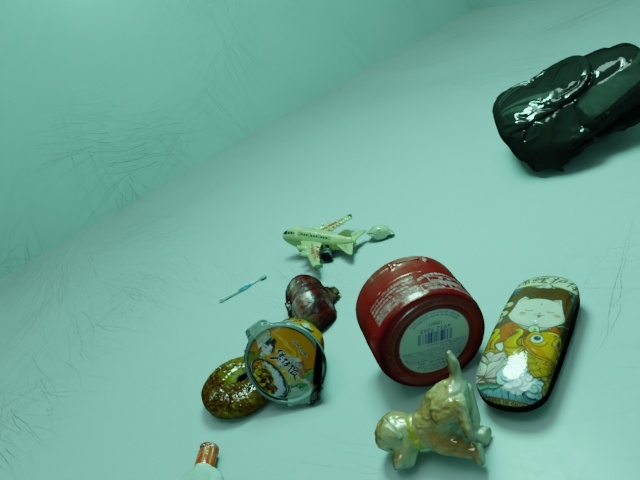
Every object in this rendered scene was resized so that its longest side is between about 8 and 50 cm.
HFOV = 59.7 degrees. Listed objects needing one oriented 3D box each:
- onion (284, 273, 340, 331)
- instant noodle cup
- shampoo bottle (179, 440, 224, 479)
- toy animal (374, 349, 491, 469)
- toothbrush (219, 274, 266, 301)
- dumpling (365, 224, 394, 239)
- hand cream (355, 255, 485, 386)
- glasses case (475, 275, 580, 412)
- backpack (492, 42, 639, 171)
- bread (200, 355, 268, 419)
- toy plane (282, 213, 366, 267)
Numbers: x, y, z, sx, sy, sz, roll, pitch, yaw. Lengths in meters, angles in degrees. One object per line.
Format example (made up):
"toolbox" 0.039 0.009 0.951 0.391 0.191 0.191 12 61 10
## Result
"onion" -0.029 0.143 1.426 0.151 0.098 0.206 -32 27 -10
"instant noodle cup" -0.061 0.244 1.209 0.177 0.208 0.125 -22 6 16
"shampoo bottle" -0.233 0.480 1.048 0.108 0.051 0.221 -21 28 15
"toy animal" 0.166 0.283 0.934 0.185 0.184 0.104 -17 2 32
"toothbrush" -0.234 0.145 1.692 0.162 0.014 0.017 -29 8 -5
"dumpling" 0.173 -0.027 1.622 0.077 0.043 0.059 -23 10 23
"hand cream" 0.190 0.156 1.078 0.230 0.230 0.149 -27 28 -2
"glasses case" 0.386 0.179 1.025 0.122 0.082 0.321 -3 35 41
"backpack" 0.726 -0.384 1.564 0.445 0.255 0.363 -30 23 23
"bread" -0.186 0.327 1.272 0.193 0.064 0.193 -18 25 9
"toy plane" 0.000 0.000 1.650 0.256 0.104 0.242 -5 36 35
